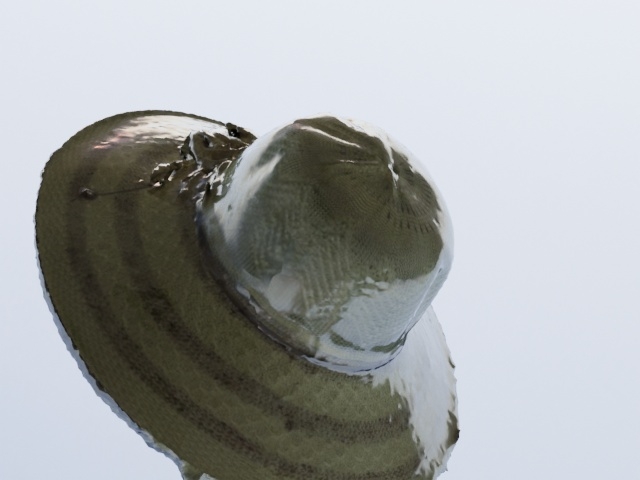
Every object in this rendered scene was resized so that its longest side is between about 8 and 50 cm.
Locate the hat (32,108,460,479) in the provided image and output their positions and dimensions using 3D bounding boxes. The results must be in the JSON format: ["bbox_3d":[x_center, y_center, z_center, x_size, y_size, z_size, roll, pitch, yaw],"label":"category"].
[{"bbox_3d":[0.000,0.000,0.605,0.252,0.110,0.252,28,-144,-22],"label":"hat"}]
